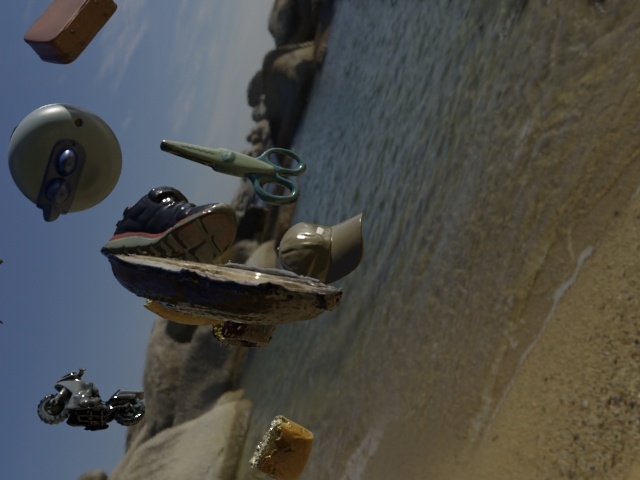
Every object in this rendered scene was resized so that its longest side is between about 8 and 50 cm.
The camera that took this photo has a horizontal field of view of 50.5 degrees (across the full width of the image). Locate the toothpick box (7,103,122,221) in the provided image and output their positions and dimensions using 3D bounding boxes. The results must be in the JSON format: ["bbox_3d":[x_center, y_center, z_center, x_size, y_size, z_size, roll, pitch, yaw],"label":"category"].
[{"bbox_3d":[-0.566,-0.172,1.502,0.355,0.263,0.262,25,100,66],"label":"toothpick box"}]

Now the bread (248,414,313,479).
[{"bbox_3d":[-0.075,0.429,1.382,0.125,0.106,0.082,-63,0,-4],"label":"bread"}]

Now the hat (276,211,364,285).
[{"bbox_3d":[0.000,0.000,1.380,0.173,0.144,0.166,119,159,-49],"label":"hat"}]

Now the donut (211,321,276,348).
[{"bbox_3d":[-0.269,0.321,2.367,0.230,0.216,0.095,-20,57,47],"label":"donut"}]

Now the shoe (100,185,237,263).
[{"bbox_3d":[-0.264,-0.030,1.225,0.114,0.291,0.137,45,-136,-47],"label":"shoe"}]

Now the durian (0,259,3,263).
[{"bbox_3d":[-0.843,0.079,1.560,0.106,0.132,0.375,62,-173,-14],"label":"durian"}]

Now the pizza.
[{"bbox_3d":[-0.363,0.129,1.989,0.075,0.280,0.287,54,126,48],"label":"pizza"}]

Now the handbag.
[{"bbox_3d":[-0.552,-0.475,1.487,0.072,0.151,0.193,53,-126,-48],"label":"handbag"}]

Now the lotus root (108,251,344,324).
[{"bbox_3d":[-0.123,0.070,0.875,0.167,0.330,0.078,-1,-82,-58],"label":"lotus root"}]

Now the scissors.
[{"bbox_3d":[-0.174,-0.151,1.339,0.041,0.289,0.138,111,172,-58],"label":"scissors"}]

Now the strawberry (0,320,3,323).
[{"bbox_3d":[-0.973,0.220,1.707,0.292,0.344,0.292,180,90,-88],"label":"strawberry"}]

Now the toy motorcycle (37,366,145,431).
[{"bbox_3d":[-0.602,0.421,1.804,0.159,0.271,0.106,-99,18,-47],"label":"toy motorcycle"}]
